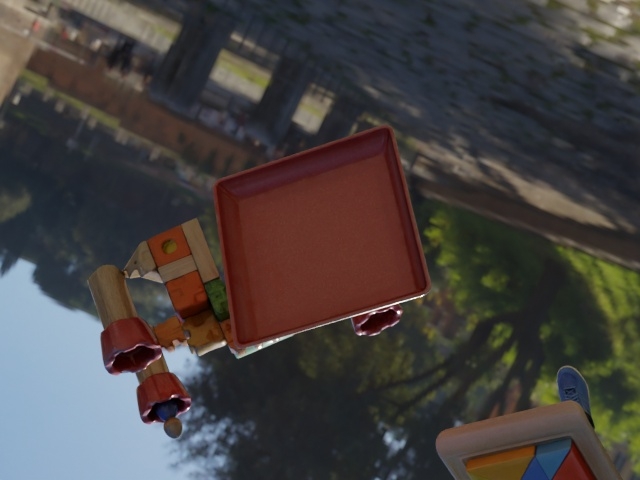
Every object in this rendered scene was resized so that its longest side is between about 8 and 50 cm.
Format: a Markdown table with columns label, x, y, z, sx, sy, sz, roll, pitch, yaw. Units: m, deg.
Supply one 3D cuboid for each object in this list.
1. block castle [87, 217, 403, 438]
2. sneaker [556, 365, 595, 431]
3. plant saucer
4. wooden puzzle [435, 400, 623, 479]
| label | x | y | z | sx | sy | sz | roll | pitch | yaw |
| --- | --- | --- | --- | --- | --- | --- | --- | --- | --- |
| block castle | -0.103 | 0.111 | 1.702 | 0.303 | 0.453 | 0.213 | 78 | 169 | -61 |
| sneaker | 0.484 | 0.314 | 2.104 | 0.058 | 0.152 | 0.084 | -13 | 174 | 16 |
| plant saucer | 0.000 | 0.000 | 1.433 | 0.048 | 0.259 | 0.258 | 54 | -159 | -57 |
| wooden puzzle | 0.302 | 0.342 | 1.527 | 0.238 | 0.221 | 0.044 | 59 | -149 | -20 |
